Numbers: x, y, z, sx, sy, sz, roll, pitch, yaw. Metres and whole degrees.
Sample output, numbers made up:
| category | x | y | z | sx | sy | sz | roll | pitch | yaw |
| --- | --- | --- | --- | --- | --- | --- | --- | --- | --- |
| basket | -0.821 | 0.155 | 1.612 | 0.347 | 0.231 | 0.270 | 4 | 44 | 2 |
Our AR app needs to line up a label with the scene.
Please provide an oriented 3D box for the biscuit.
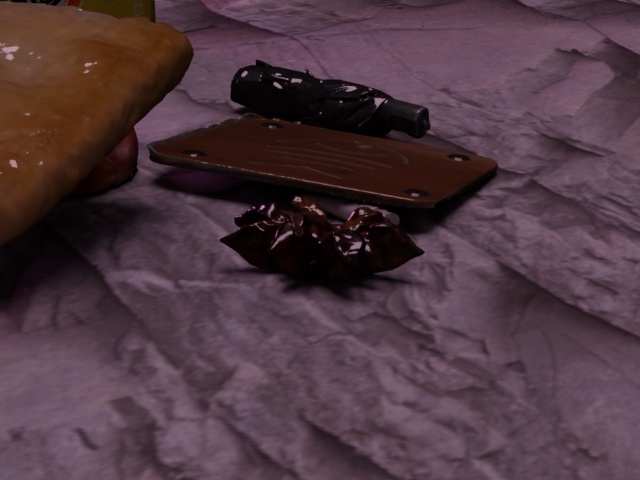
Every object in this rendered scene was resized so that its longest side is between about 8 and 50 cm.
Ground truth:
| category | x | y | z | sx | sy | sz | roll | pitch | yaw |
| --- | --- | --- | --- | --- | --- | --- | --- | --- | --- |
| biscuit | -0.381 | -0.098 | 1.456 | 0.429 | 0.104 | 0.446 | 10 | 32 | 16 |

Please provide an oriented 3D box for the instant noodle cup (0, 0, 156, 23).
| category | x | y | z | sx | sy | sz | roll | pitch | yaw |
| --- | --- | --- | --- | --- | --- | --- | --- | --- | --- |
| instant noodle cup | -0.314 | -0.326 | 2.161 | 0.264 | 0.200 | 0.264 | 4 | 19 | -1 |

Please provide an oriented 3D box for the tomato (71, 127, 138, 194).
| category | x | y | z | sx | sy | sz | roll | pitch | yaw |
| --- | --- | --- | --- | --- | --- | --- | --- | --- | --- |
| tomato | -0.281 | -0.117 | 1.687 | 0.228 | 0.101 | 0.228 | 6 | 15 | -2 |

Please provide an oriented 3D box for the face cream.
| category | x | y | z | sx | sy | sz | roll | pitch | yaw |
| --- | --- | --- | --- | --- | --- | --- | --- | --- | --- |
| face cream | 0.023 | -0.030 | 1.618 | 0.038 | 0.020 | 0.115 | -10 | 22 | -41 |

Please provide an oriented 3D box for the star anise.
| category | x | y | z | sx | sy | sz | roll | pitch | yaw |
| --- | --- | --- | --- | --- | --- | --- | --- | --- | --- |
| star anise | 0.000 | 0.000 | 1.467 | 0.167 | 0.057 | 0.168 | 8 | 9 | -1 |

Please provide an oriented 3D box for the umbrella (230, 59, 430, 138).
| category | x | y | z | sx | sy | sz | roll | pitch | yaw |
| --- | --- | --- | --- | --- | --- | --- | --- | --- | --- |
| umbrella | 0.012 | -0.146 | 1.923 | 0.235 | 0.059 | 0.066 | 18 | 45 | 30 |

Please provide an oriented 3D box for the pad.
| category | x | y | z | sx | sy | sz | roll | pitch | yaw |
| --- | --- | --- | --- | --- | --- | --- | --- | --- | --- |
| pad | 0.010 | -0.079 | 1.746 | 0.286 | 0.018 | 0.284 | 12 | 14 | 17 |
